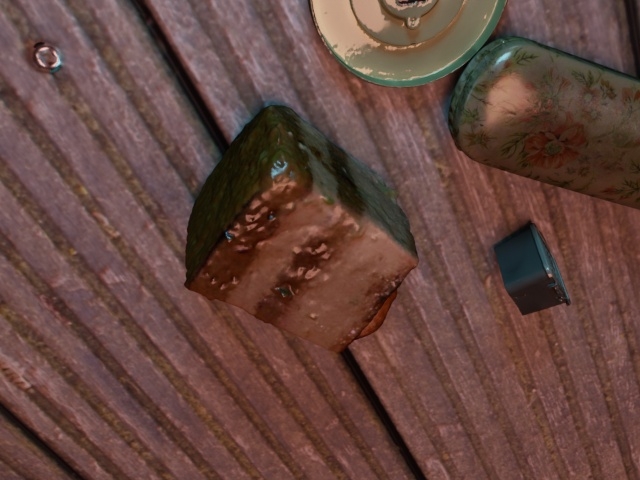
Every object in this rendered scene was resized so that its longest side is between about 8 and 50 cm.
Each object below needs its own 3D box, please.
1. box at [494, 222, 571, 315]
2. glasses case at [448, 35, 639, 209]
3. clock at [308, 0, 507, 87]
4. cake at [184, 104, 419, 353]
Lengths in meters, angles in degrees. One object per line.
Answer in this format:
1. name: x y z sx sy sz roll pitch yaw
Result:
1. box: 0.298 0.045 0.958 0.069 0.122 0.084 -28 122 22
2. glasses case: 0.364 -0.135 0.862 0.425 0.098 0.156 13 117 -18
3. clock: 0.102 -0.288 0.761 0.235 0.029 0.235 -5 123 -7
4. cake: 0.000 0.000 0.826 0.293 0.196 0.198 31 111 -24
